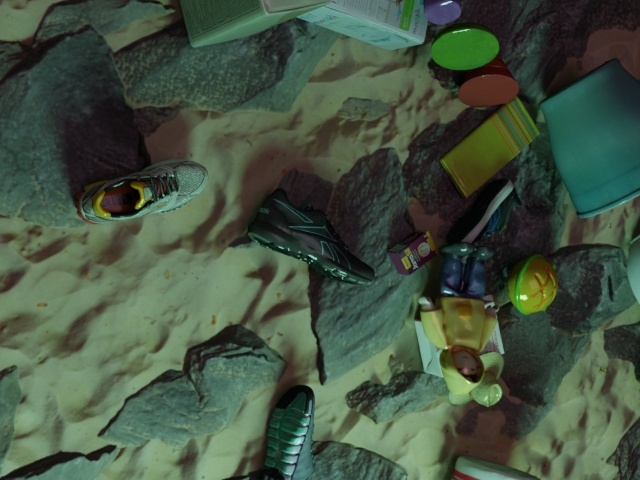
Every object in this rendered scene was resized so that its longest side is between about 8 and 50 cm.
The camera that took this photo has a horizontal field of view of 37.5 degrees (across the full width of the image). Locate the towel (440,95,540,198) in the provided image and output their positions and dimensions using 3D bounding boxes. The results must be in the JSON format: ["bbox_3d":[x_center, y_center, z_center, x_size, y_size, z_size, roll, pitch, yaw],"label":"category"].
[{"bbox_3d":[0.349,-0.195,1.943,0.237,0.021,0.102,-40,104,-20],"label":"towel"}]

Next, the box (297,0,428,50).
[{"bbox_3d":[0.091,-0.511,1.726,0.231,0.127,0.262,12,87,-28],"label":"box"}]

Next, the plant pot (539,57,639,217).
[{"bbox_3d":[0.590,-0.223,1.946,0.271,0.271,0.255,-32,93,-23],"label":"plant pot"}]

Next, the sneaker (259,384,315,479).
[{"bbox_3d":[-0.044,0.376,1.734,0.098,0.083,0.224,19,87,-49],"label":"sneaker"}]

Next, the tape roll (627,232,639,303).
[{"bbox_3d":[0.833,0.068,2.099,0.286,0.100,0.286,5,66,-11],"label":"tape roll"}]

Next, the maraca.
[{"bbox_3d":[0.450,0.093,1.968,0.185,0.099,0.127,10,96,-53],"label":"maraca"}]

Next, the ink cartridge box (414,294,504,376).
[{"bbox_3d":[0.296,0.188,1.901,0.198,0.067,0.115,-17,99,-26],"label":"ink cartridge box"}]

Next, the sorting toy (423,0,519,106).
[{"bbox_3d":[0.280,-0.397,1.799,0.365,0.127,0.126,41,44,-54],"label":"sorting toy"}]

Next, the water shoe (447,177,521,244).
[{"bbox_3d":[0.340,-0.035,1.913,0.203,0.073,0.080,-48,115,-18],"label":"water shoe"}]

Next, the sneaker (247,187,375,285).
[{"bbox_3d":[0.000,0.000,1.716,0.267,0.101,0.106,28,77,-27],"label":"sneaker"}]

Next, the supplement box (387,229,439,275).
[{"bbox_3d":[0.181,0.023,1.846,0.083,0.043,0.055,-36,109,-22],"label":"supplement box"}]

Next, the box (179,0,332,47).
[{"bbox_3d":[-0.118,-0.411,1.512,0.121,0.311,0.148,-18,101,-26],"label":"box"}]

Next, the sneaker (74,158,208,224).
[{"bbox_3d":[-0.285,-0.076,1.561,0.225,0.093,0.088,-22,102,-26],"label":"sneaker"}]

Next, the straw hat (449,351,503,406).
[{"bbox_3d":[0.330,0.298,1.888,0.144,0.061,0.144,-21,136,-22],"label":"straw hat"}]

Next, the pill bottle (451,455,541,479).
[{"bbox_3d":[0.320,0.606,1.872,0.176,0.176,0.318,17,84,-28],"label":"pill bottle"}]

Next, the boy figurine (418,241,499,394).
[{"bbox_3d":[0.263,0.148,1.798,0.177,0.092,0.285,15,71,-24],"label":"boy figurine"}]
